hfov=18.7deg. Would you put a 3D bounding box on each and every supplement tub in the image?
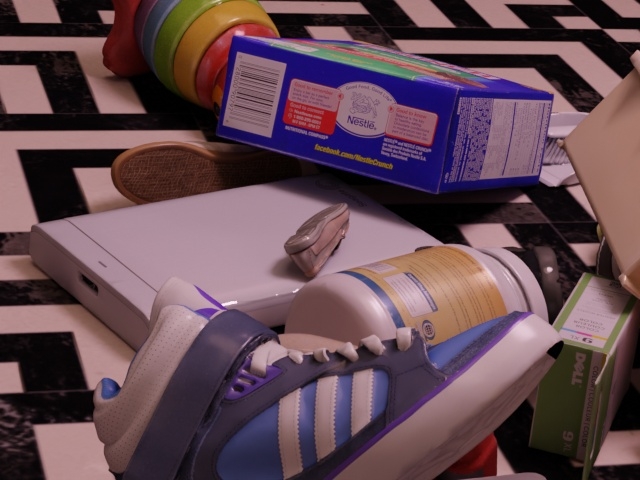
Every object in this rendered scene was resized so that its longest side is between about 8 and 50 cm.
[{"bbox_3d":[0.085,0.083,1.689,0.200,0.144,0.144,-14,31,-37],"label":"supplement tub"}]

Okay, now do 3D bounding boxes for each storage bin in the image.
[{"bbox_3d":[0.373,-0.005,1.815,0.260,0.123,0.262,35,21,-26],"label":"storage bin"}]

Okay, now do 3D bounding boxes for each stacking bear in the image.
[{"bbox_3d":[-0.119,-0.220,2.322,0.164,0.175,0.289,-18,42,-30],"label":"stacking bear"}]

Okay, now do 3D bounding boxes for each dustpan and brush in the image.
[{"bbox_3d":[0.322,-0.127,2.313,0.211,0.060,0.147,-9,28,-29],"label":"dustpan and brush"}]

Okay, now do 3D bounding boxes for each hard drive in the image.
[{"bbox_3d":[-0.076,0.015,1.923,0.353,0.047,0.233,-11,29,-34],"label":"hard drive"}]

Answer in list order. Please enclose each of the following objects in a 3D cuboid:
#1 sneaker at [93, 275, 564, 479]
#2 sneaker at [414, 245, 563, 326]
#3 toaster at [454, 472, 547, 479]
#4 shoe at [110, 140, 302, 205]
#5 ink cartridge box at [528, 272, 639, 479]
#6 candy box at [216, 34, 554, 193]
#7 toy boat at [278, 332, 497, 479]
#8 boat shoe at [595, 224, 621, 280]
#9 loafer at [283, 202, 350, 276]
[{"bbox_3d":[-0.015,0.091,1.415,0.236,0.323,0.130,52,5,15],"label":"sneaker"},{"bbox_3d":[0.153,0.048,1.818,0.130,0.087,0.227,-6,6,-9],"label":"sneaker"},{"bbox_3d":[0.105,0.267,1.267,0.110,0.185,0.168,0,32,-6],"label":"toaster"},{"bbox_3d":[-0.127,-0.068,2.078,0.219,0.076,0.058,0,4,-29],"label":"shoe"},{"bbox_3d":[0.226,0.119,1.685,0.062,0.109,0.209,13,25,15],"label":"ink cartridge box"},{"bbox_3d":[0.079,-0.140,2.131,0.268,0.122,0.317,16,9,23],"label":"candy box"},{"bbox_3d":[0.016,0.173,1.518,0.231,0.151,0.151,13,54,15],"label":"toy boat"},{"bbox_3d":[0.347,-0.016,2.038,0.091,0.109,0.305,-27,16,39],"label":"boat shoe"},{"bbox_3d":[0.000,0.000,1.883,0.045,0.039,0.125,-20,10,26],"label":"loafer"}]
